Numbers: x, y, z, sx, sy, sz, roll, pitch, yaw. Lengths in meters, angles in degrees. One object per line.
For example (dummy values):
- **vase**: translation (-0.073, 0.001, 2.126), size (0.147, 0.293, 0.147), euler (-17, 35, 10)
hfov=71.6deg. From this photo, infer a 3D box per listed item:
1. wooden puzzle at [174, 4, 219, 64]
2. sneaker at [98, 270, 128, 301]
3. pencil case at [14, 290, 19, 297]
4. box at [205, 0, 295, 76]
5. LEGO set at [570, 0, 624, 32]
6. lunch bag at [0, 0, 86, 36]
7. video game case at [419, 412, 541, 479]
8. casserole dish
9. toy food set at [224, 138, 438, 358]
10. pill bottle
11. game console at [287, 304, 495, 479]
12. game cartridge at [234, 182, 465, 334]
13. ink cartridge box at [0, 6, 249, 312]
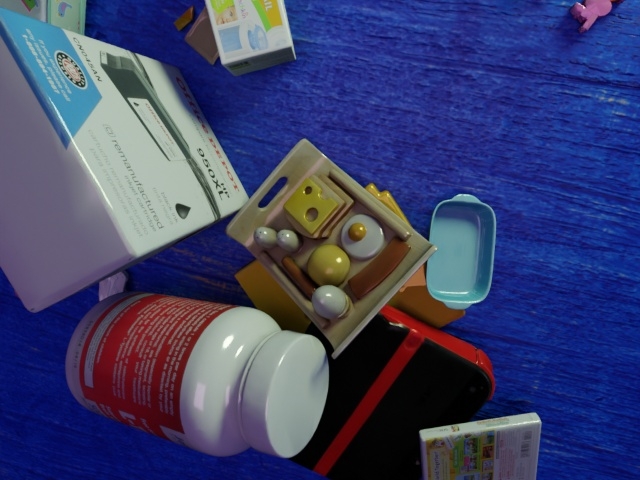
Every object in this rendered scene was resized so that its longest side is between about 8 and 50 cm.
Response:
- **wooden puzzle**: translation (-0.191, -0.354, 0.765), size (0.078, 0.014, 0.116), euler (-40, 94, 21)
- **sneaker**: translation (-0.423, 0.064, 0.898), size (0.061, 0.054, 0.152), euler (-12, 104, -2)
- **pencil case**: translation (-0.537, 0.027, 0.888), size (0.098, 0.095, 0.209), euler (23, 110, -12)
- **box**: translation (-0.117, -0.379, 0.688), size (0.114, 0.103, 0.203), euler (-14, 101, 3)
- **LEGO set**: translation (0.319, -0.372, 0.624), size (0.227, 0.087, 0.093), euler (34, 107, 2)
- **lunch bag**: translation (-0.558, -0.397, 0.775), size (0.279, 0.108, 0.224), euler (12, 109, 8)
- **video game case**: translation (0.289, 0.415, 0.809), size (0.206, 0.026, 0.227), euler (-9, 117, 1)
- **casserole dish**: translation (0.228, 0.019, 0.739), size (0.114, 0.037, 0.188), euler (4, 90, -8)
- **toy food set**: translation (0.000, 0.000, 0.704), size (0.220, 0.092, 0.306), euler (-49, 62, 7)
- **pill bottle**: translation (-0.203, 0.215, 0.740), size (0.407, 0.229, 0.229), euler (3, 105, 29)
- **game console**: translation (0.089, 0.300, 0.820), size (0.342, 0.060, 0.387), euler (28, 111, -3)
- **game cartridge**: translation (0.049, 0.092, 0.813), size (0.323, 0.053, 0.285), euler (-32, 96, 14)
- **ink cartridge box**: translation (-0.289, -0.116, 0.645), size (0.166, 0.395, 0.285), euler (-25, 98, 13)
